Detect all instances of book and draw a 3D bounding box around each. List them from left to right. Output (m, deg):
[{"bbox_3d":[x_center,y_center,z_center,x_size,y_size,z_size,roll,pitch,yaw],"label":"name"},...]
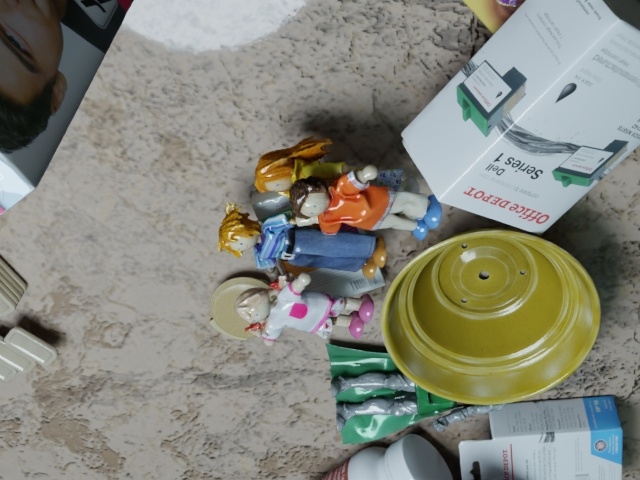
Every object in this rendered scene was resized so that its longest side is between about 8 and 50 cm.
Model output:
[{"bbox_3d":[0.000,0.000,1.119,0.096,0.035,0.144,-17,121,10],"label":"book"}]

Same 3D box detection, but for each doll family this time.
[{"bbox_3d":[-0.009,-0.012,1.046,0.163,0.118,0.263,9,138,-19],"label":"doll family"}]

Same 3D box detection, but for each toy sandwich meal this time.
[{"bbox_3d":[-0.081,0.071,1.174,0.085,0.029,0.086,1,119,2],"label":"toy sandwich meal"}]

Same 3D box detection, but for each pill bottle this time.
[{"bbox_3d":[0.048,0.319,1.271,0.121,0.121,0.216,40,118,-21],"label":"pill bottle"}]

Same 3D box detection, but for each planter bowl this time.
[{"bbox_3d":[0.170,0.058,1.110,0.217,0.090,0.217,1,124,2],"label":"planter bowl"}]

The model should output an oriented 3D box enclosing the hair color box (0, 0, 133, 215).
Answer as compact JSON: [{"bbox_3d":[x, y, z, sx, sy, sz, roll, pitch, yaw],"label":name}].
[{"bbox_3d":[-0.267,-0.166,0.820,0.113,0.374,0.185,-33,116,22],"label":"hair color box"}]

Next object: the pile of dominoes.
[{"bbox_3d":[-0.433,0.095,1.219,0.251,0.040,0.196,-24,120,27],"label":"pile of dominoes"}]

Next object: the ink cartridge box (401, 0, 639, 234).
[{"bbox_3d":[0.204,-0.117,0.958,0.160,0.093,0.219,14,129,-41],"label":"ink cartridge box"}]

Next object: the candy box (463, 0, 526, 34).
[{"bbox_3d":[0.141,-0.267,0.922,0.109,0.053,0.186,-38,112,25],"label":"candy box"}]

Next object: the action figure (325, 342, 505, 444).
[{"bbox_3d":[0.129,0.164,1.205,0.232,0.063,0.137,-8,119,5],"label":"action figure"}]

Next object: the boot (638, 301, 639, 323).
[{"bbox_3d":[0.389,0.062,1.134,0.118,0.042,0.087,-16,127,15],"label":"boot"}]

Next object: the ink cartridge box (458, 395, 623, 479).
[{"bbox_3d":[0.249,0.239,1.242,0.180,0.060,0.104,-5,124,6],"label":"ink cartridge box"}]
